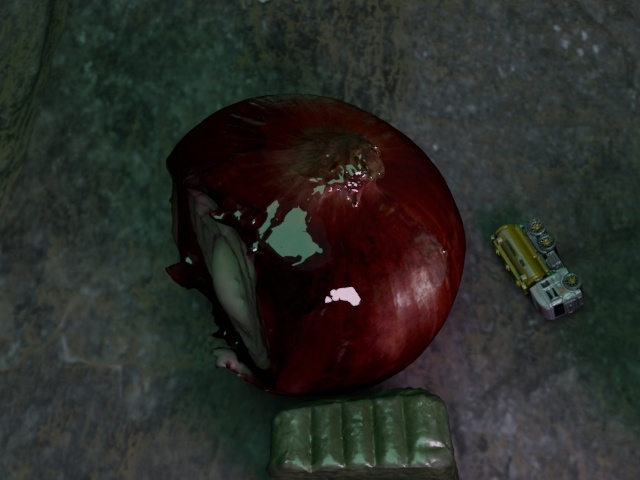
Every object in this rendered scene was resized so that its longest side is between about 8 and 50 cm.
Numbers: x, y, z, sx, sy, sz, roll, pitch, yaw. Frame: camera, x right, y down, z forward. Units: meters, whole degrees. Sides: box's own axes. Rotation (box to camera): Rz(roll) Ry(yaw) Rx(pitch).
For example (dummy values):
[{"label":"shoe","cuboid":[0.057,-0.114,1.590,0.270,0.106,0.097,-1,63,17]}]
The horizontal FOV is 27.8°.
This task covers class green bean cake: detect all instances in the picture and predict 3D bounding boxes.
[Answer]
[{"label":"green bean cake","cuboid":[0.046,0.225,1.330,0.185,0.183,0.094,-8,61,7]}]

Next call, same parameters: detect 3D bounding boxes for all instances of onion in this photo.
[{"label":"onion","cuboid":[0.001,0.008,1.389,0.341,0.341,0.341,-4,63,8]}]

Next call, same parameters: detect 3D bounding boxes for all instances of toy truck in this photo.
[{"label":"toy truck","cuboid":[0.246,0.031,1.465,0.063,0.052,0.123,-29,61,0]}]
